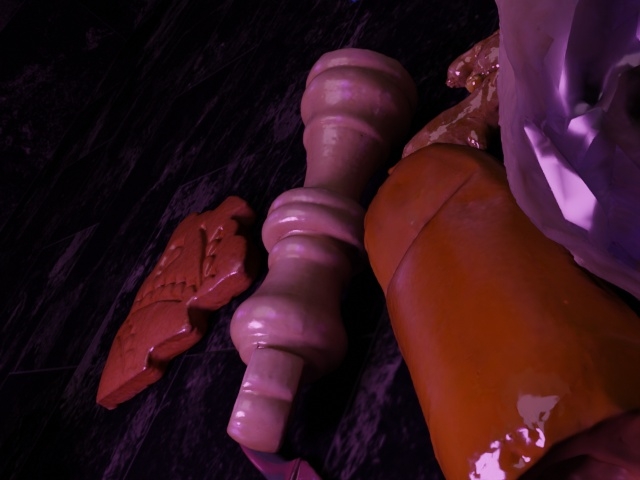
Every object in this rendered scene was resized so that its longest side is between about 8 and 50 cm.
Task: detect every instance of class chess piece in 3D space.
[{"bbox_3d":[0.000,0.000,0.739,0.117,0.117,0.397,-24,40,44],"label":"chess piece"}]

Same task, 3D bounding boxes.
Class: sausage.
[{"bbox_3d":[0.104,0.031,0.518,0.134,0.116,0.354,-58,19,22],"label":"sausage"}]

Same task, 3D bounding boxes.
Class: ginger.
[{"bbox_3d":[0.139,-0.129,0.732,0.176,0.052,0.193,-44,25,29],"label":"ginger"}]

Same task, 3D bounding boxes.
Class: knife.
[{"bbox_3d":[-0.022,0.185,0.641,0.035,0.018,0.247,-52,28,-7],"label":"knife"}]

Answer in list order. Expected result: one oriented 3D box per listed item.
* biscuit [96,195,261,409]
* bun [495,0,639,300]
[{"bbox_3d":[-0.184,0.073,1.012,0.306,0.043,0.284,-56,26,-8],"label":"biscuit"},{"bbox_3d":[0.186,-0.066,0.339,0.273,0.273,0.168,-15,22,51],"label":"bun"}]
